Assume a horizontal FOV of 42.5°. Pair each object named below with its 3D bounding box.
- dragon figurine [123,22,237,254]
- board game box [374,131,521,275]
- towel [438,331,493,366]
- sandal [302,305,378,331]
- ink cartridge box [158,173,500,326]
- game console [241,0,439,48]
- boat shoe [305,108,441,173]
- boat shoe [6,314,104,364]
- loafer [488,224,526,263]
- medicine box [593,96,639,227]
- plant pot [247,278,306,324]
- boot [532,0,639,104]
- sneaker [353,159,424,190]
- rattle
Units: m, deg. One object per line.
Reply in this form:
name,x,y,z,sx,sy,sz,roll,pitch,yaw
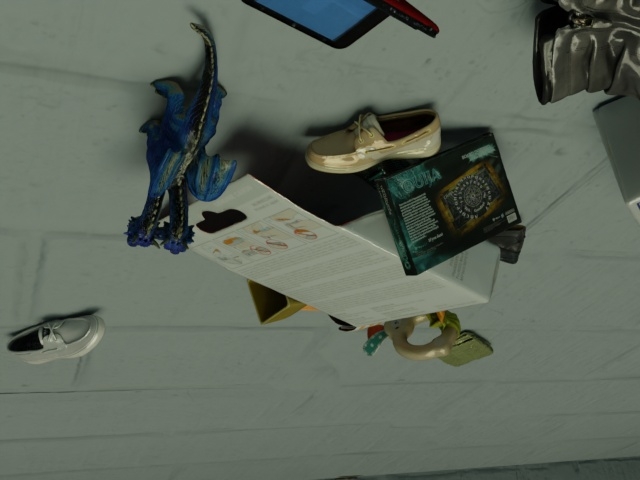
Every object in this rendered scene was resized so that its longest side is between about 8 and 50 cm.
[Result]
dragon figurine,-0.144,-0.092,0.885,0.085,0.144,0.289,6,149,-28
board game box,0.163,-0.048,1.026,0.186,0.126,0.026,-24,-171,-29
towel,0.309,0.237,1.793,0.110,0.027,0.148,-24,148,24
sandal,0.039,0.123,1.432,0.265,0.076,0.102,0,151,-19
ink cartridge box,0.000,0.000,1.127,0.385,0.091,0.308,27,155,-26
game console,0.017,-0.214,0.776,0.144,0.124,0.085,15,117,-40
boat shoe,0.064,-0.126,0.986,0.170,0.063,0.059,-12,140,-10
boat shoe,-0.445,0.160,1.371,0.184,0.066,0.063,-12,155,27
loafer,0.243,-0.016,1.270,0.170,0.062,0.061,15,106,-28
medicine box,0.538,-0.104,1.080,0.263,0.149,0.289,-22,151,23
plant pot,-0.054,0.081,1.324,0.083,0.082,0.081,-2,155,-44
boot,0.328,-0.165,0.853,0.222,0.118,0.338,-9,117,1
sneaker,0.098,-0.077,1.067,0.166,0.076,0.065,15,143,-39
rattle,0.148,0.145,1.524,0.199,0.130,0.143,5,152,34
